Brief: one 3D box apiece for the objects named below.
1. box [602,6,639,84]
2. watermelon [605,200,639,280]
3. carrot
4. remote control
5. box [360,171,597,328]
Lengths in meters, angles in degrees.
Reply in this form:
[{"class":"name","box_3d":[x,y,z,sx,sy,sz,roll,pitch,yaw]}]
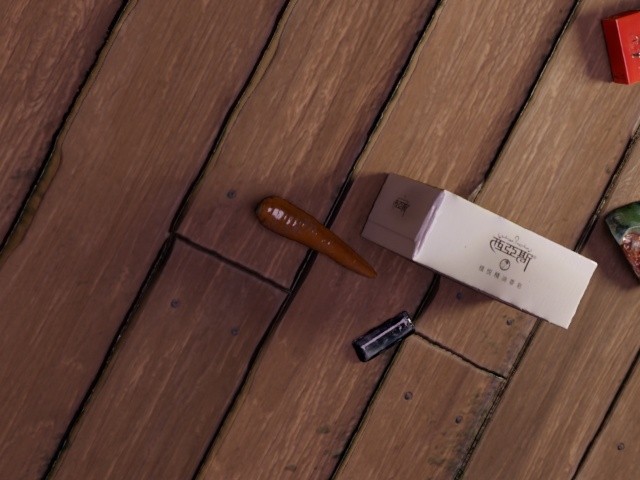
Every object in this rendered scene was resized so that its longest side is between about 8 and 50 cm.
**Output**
[{"class":"box","box_3d":[0.499,-0.300,1.653,0.152,0.048,0.100,-20,104,-16]},{"class":"watermelon","box_3d":[0.526,0.010,1.710,0.187,0.071,0.139,-3,105,-18]},{"class":"carrot","box_3d":[0.000,0.000,1.547,0.216,0.048,0.048,31,89,-26]},{"class":"remote control","box_3d":[0.093,0.140,1.616,0.096,0.014,0.039,-30,107,-12]},{"class":"box","box_3d":[0.212,0.012,1.536,0.260,0.194,0.111,22,93,-21]}]
